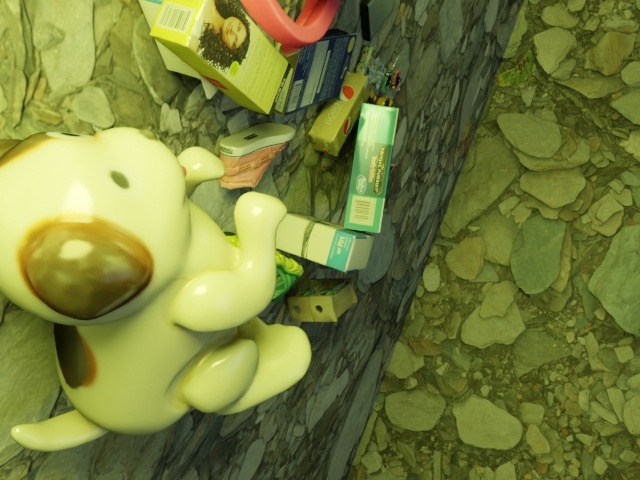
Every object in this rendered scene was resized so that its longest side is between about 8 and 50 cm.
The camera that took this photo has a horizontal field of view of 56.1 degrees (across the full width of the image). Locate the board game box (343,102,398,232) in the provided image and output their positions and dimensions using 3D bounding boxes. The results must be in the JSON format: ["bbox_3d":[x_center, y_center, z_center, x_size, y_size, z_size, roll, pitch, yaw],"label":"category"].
[{"bbox_3d":[0.115,-0.162,1.367,0.336,0.079,0.254,-53,152,-82],"label":"board game box"}]

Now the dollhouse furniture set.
[{"bbox_3d":[-0.007,0.089,1.471,0.129,0.128,0.184,-33,115,-57],"label":"dollhouse furniture set"}]

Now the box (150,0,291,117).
[{"bbox_3d":[-0.115,-0.239,0.765,0.087,0.058,0.232,-69,160,0],"label":"box"}]

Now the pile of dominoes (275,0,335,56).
[{"bbox_3d":[-0.035,-0.379,1.075,0.196,0.040,0.251,-39,152,-54],"label":"pile of dominoes"}]

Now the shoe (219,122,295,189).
[{"bbox_3d":[-0.111,-0.147,1.041,0.178,0.063,0.081,-33,140,-50],"label":"shoe"}]

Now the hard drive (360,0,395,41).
[{"bbox_3d":[0.128,-0.522,1.333,0.135,0.022,0.094,-58,157,-26],"label":"hard drive"}]

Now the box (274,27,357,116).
[{"bbox_3d":[-0.009,-0.317,1.114,0.225,0.036,0.137,-35,149,-55],"label":"box"}]

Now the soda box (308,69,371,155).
[{"bbox_3d":[0.043,-0.275,1.296,0.181,0.061,0.058,-62,158,-19],"label":"soda box"}]

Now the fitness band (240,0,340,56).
[{"bbox_3d":[-0.047,-0.385,0.829,0.209,0.054,0.291,62,31,-34],"label":"fitness band"}]

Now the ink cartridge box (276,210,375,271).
[{"bbox_3d":[0.000,0.000,1.265,0.139,0.190,0.082,-1,110,-68],"label":"ink cartridge box"}]

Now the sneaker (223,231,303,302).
[{"bbox_3d":[-0.124,0.066,1.130,0.124,0.109,0.295,-62,153,-1],"label":"sneaker"}]

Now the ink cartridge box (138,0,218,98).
[{"bbox_3d":[-0.164,-0.286,0.773,0.104,0.061,0.181,-58,156,-27],"label":"ink cartridge box"}]

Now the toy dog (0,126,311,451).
[{"bbox_3d":[-0.229,0.040,0.700,0.395,0.285,0.408,-29,146,-15],"label":"toy dog"}]

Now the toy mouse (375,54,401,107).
[{"bbox_3d":[0.174,-0.406,1.542,0.161,0.031,0.143,-42,147,-51],"label":"toy mouse"}]

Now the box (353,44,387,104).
[{"bbox_3d":[0.115,-0.388,1.417,0.137,0.027,0.094,20,89,-69],"label":"box"}]

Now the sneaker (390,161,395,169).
[{"bbox_3d":[0.173,-0.205,1.726,0.119,0.047,0.057,-24,146,-57],"label":"sneaker"}]
